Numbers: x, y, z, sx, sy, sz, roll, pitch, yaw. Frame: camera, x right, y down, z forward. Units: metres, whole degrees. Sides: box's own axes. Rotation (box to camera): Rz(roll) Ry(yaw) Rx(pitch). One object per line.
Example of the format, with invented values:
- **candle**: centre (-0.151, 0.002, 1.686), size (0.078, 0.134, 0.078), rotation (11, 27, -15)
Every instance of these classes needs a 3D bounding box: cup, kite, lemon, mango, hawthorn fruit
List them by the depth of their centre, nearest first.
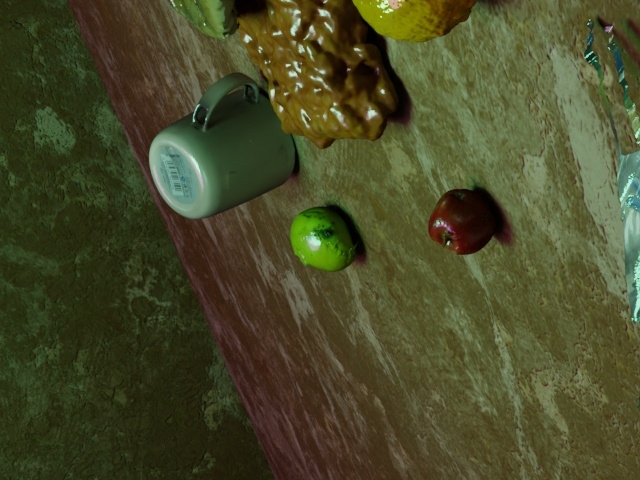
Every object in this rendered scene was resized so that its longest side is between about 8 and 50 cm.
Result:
- **kite**: centre (0.299, -0.086, 1.115), size (0.169, 0.015, 0.310), rotation (139, 126, -63)
- **lemon**: centre (0.105, -0.285, 1.350), size (0.142, 0.142, 0.187), rotation (64, 159, -5)
- **hawthorn fruit**: centre (0.180, -0.020, 1.628), size (0.093, 0.093, 0.093), rotation (54, 162, 27)
- **mango**: centre (-0.001, 0.000, 2.198), size (0.119, 0.100, 0.178), rotation (62, 172, -8)
- **cup**: centre (-0.178, -0.171, 2.219), size (0.191, 0.200, 0.253), rotation (36, 137, 29)

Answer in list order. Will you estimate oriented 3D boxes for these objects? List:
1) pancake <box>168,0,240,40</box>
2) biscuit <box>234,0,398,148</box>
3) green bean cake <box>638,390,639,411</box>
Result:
- **pancake**: centre (-0.222, -0.436, 1.738), size (0.382, 0.071, 0.382), rotation (57, 175, 8)
- **biscuit**: centre (-0.024, -0.285, 1.798), size (0.312, 0.110, 0.318), rotation (65, 165, -16)
- **green bean cake**: centre (0.417, 0.157, 1.128), size (0.255, 0.132, 0.241), rotation (54, 158, 29)
